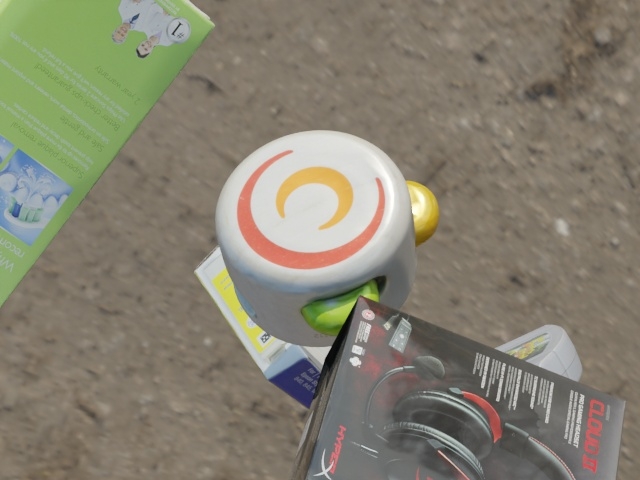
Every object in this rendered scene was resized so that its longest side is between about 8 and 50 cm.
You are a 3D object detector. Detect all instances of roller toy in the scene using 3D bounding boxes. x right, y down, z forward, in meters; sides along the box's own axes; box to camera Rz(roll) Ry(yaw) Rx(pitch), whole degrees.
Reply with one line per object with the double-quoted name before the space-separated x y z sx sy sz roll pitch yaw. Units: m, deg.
"roller toy" 0.000 0.000 1.595 0.191 0.146 0.209 20 63 19

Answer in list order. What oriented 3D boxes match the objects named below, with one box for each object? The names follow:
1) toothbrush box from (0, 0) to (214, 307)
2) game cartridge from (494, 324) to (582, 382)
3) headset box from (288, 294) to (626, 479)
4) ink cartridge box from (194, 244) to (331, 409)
"toothbrush box" -0.228 -0.078 1.042 0.283 0.122 0.206 -54 31 -2
"game cartridge" 0.187 0.162 1.748 0.196 0.294 0.060 -22 92 10
"headset box" 0.129 0.205 1.391 0.293 0.110 0.218 22 47 -4
"ink cartridge box" 0.017 0.169 1.890 0.072 0.303 0.307 -43 42 7
